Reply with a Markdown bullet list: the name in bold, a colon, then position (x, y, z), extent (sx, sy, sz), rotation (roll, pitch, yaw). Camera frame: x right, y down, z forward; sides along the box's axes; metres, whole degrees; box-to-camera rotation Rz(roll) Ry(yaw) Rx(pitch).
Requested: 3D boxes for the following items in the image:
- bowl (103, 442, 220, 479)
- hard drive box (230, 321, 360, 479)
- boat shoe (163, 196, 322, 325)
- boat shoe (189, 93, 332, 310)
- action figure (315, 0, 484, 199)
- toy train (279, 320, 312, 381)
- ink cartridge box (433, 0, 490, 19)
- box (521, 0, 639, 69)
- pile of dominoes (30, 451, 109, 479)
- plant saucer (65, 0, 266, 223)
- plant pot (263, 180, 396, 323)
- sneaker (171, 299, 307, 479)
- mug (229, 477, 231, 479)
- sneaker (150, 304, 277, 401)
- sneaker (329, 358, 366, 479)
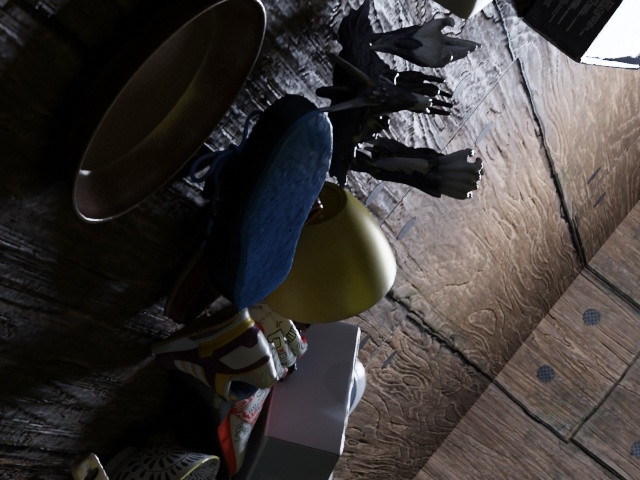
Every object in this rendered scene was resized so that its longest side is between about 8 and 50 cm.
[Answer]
- **bowl**: position (-0.188, 0.265, 1.907), extent (0.170, 0.080, 0.170), rotation (-46, 166, -15)
- **hard drive box**: position (-0.035, 0.221, 2.104), extent (0.232, 0.089, 0.181), rotation (114, -10, -48)
- **boat shoe**: position (-0.070, 0.011, 1.671), extent (0.178, 0.060, 0.064), rotation (-48, 166, -10)
- **boat shoe**: position (-0.065, -0.036, 1.524), extent (0.109, 0.089, 0.258), rotation (-28, 156, -35)
- **action figure**: position (0.075, -0.117, 1.608), extent (0.276, 0.141, 0.164), rotation (12, 80, -78)
- **toy train**: position (-0.019, 0.077, 1.996), extent (0.036, 0.027, 0.158), rotation (-146, -103, -76)
- **ink cartridge box**: position (0.164, -0.346, 1.355), extent (0.226, 0.131, 0.306), rotation (-41, 162, -37)
- **box**: position (0.418, -0.382, 2.136), extent (0.395, 0.097, 0.318), rotation (-54, 163, 15)
- **pile of dominoes**: position (-0.232, 0.342, 1.739), extent (0.196, 0.040, 0.251), rotation (-42, 123, -33)
- **plant saucer**: position (-0.116, -0.100, 1.293), extent (0.198, 0.036, 0.198), rotation (-46, 166, -15)
- **plant pot**: position (0.000, 0.000, 1.766), extent (0.134, 0.134, 0.095), rotation (-43, 139, -31)
- **sneaker**: position (-0.080, 0.157, 1.954), extent (0.145, 0.090, 0.270), rotation (-43, 162, -20)
- **mug**: position (-0.135, 0.342, 2.354), extent (0.062, 0.078, 0.064), rotation (-17, 153, -1)
- **sneaker**: position (-0.097, 0.113, 1.692), extent (0.069, 0.084, 0.185), rotation (-32, -176, -21)
- **sneaker**: position (-0.041, 0.278, 2.361), extent (0.153, 0.099, 0.282), rotation (-40, 156, -54)
